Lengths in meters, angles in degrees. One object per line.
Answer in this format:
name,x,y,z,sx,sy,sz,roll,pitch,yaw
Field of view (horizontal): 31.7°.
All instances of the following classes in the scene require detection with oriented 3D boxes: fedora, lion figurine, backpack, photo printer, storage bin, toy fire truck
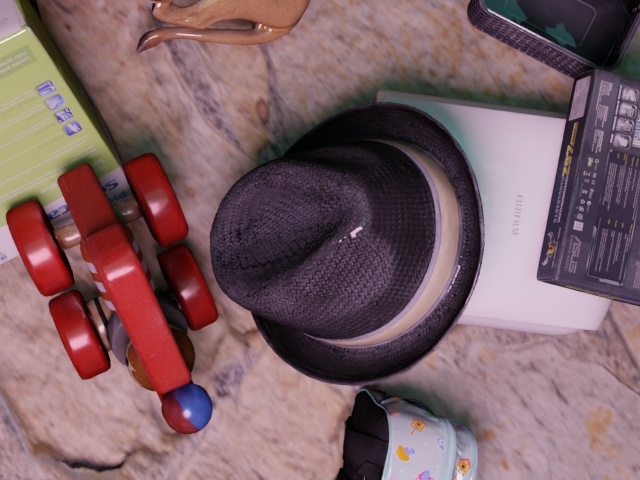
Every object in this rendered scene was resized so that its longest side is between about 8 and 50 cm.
fedora,0.000,0.000,1.169,0.334,0.152,0.334,-5,83,42
lion figurine,-0.043,-0.362,1.275,0.240,0.142,0.392,17,104,-24
backpack,0.093,0.257,1.233,0.144,0.188,0.165,13,88,-2
photo printer,0.198,-0.027,1.282,0.308,0.107,0.256,8,89,-2
storage bin,0.274,-0.275,1.301,0.180,0.084,0.122,27,88,-1
toy fire truck,-0.190,0.073,1.159,0.169,0.254,0.302,-23,128,-10

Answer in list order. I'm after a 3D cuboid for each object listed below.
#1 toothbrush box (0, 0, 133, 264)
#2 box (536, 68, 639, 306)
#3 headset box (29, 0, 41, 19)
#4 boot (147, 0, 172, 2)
toothbrush box,-0.346,-0.116,1.168,0.206,0.283,0.122,-27,54,-2
box,0.344,-0.049,1.212,0.183,0.059,0.232,13,85,-12
headset box,-0.471,-0.251,1.256,0.293,0.110,0.218,-16,90,-3
boot,-0.221,-0.310,1.164,0.220,0.283,0.109,22,99,18
